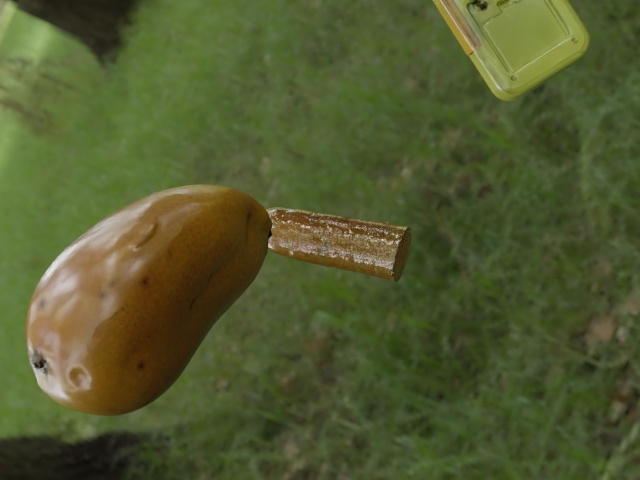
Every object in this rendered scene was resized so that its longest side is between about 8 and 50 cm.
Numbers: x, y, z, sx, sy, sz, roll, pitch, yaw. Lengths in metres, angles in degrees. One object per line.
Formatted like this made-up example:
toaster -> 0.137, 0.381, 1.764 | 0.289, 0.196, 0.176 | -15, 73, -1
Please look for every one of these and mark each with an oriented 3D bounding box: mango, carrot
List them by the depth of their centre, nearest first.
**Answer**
mango -> -0.096, 0.021, 0.800 | 0.159, 0.084, 0.105 | -52, -24, -31
carrot -> 0.000, 0.000, 1.170 | 0.048, 0.139, 0.048 | 10, -90, -80

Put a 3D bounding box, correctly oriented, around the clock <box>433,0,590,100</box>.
clock -> 0.239, -0.292, 1.887 | 0.143, 0.202, 0.096 | -32, -1, 5
